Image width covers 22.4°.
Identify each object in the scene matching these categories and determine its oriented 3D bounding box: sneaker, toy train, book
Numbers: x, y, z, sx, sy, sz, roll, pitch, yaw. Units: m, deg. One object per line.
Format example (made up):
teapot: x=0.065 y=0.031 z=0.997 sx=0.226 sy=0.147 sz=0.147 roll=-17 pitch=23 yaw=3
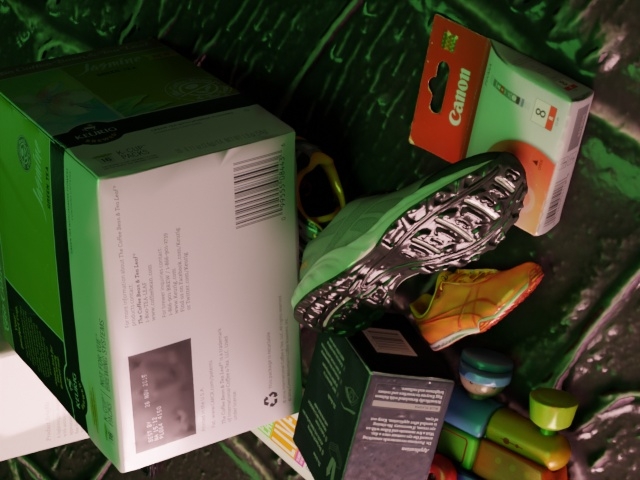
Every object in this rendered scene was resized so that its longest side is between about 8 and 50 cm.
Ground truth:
sneaker: x=0.073 y=-0.016 z=1.500 sx=0.100 sy=0.108 sz=0.271 roll=31 pitch=131 yaw=-34
toy train: x=0.218 y=0.208 z=1.551 sx=0.248 sy=0.105 sz=0.143 roll=24 pitch=113 yaw=33
sneaker: x=0.144 y=0.054 z=1.556 sx=0.175 sy=0.064 sz=0.067 roll=-31 pitch=92 yaw=47
sneaker: x=0.000 y=0.000 z=1.637 sx=0.083 sy=0.084 sz=0.215 roll=8 pitch=118 yaw=66
book: x=-0.025 y=0.215 z=1.830 sx=0.144 sy=0.035 sz=0.096 roll=38 pitch=136 yaw=21

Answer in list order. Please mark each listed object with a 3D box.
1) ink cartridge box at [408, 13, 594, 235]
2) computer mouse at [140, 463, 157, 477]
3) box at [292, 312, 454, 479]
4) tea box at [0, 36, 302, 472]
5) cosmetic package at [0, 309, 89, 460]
ink cartridge box: x=0.153 y=-0.108 z=1.481 sx=0.179 sy=0.045 sz=0.145 roll=29 pitch=128 yaw=27
computer mouse: x=-0.210 y=0.198 z=1.996 sx=0.071 sy=0.041 sz=0.242 roll=39 pitch=140 yaw=35
box: x=0.048 y=0.169 z=1.598 sx=0.156 sy=0.093 sz=0.158 roll=-125 pitch=46 yaw=-63
tea box: x=-0.190 y=0.002 z=1.676 sx=0.323 sy=0.220 sz=0.329 roll=36 pitch=135 yaw=49
cosmetic package: x=-0.337 y=0.148 z=1.947 sx=0.151 sy=0.183 sz=0.151 roll=44 pitch=139 yaw=51
